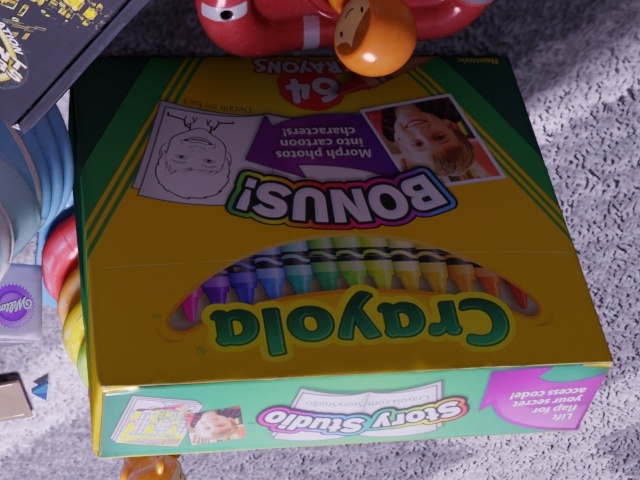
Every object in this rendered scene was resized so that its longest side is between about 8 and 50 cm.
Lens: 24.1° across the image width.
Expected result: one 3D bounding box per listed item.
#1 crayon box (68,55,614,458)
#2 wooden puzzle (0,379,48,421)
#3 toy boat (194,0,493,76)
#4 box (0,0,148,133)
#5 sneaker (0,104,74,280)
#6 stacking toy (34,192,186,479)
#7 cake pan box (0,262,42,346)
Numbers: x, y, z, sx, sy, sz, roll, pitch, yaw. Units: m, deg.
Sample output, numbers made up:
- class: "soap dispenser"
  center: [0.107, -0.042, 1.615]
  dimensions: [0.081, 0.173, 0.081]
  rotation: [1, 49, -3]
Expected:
- class: "crayon box"
  center: [0.000, 0.000, 1.136]
  dimensions: [0.363, 0.313, 0.106]
  rotation: [-2, 139, -13]
- class: "wooden puzzle"
  center: [-0.325, 0.160, 1.479]
  dimensions: [0.116, 0.014, 0.078]
  rotation: [-5, 144, -8]
- class: "toy boat"
  center: [0.027, -0.177, 1.060]
  dimensions: [0.231, 0.151, 0.151]
  rotation: [-6, 140, -8]
- class: "box"
  center: [-0.232, -0.249, 0.730]
  dimensions: [0.395, 0.097, 0.318]
  rotation: [41, 151, -13]
- class: "sneaker"
  center: [-0.315, -0.101, 1.083]
  dimensions: [0.319, 0.208, 0.127]
  rotation: [47, 118, -2]
- class: "stacking toy"
  center: [-0.142, 0.095, 1.222]
  dimensions: [0.166, 0.302, 0.175]
  rotation: [0, 138, -15]
- class: "cake pan box"
  center: [-0.371, 0.055, 1.188]
  dimensions: [0.267, 0.070, 0.246]
  rotation: [3, 174, -26]
